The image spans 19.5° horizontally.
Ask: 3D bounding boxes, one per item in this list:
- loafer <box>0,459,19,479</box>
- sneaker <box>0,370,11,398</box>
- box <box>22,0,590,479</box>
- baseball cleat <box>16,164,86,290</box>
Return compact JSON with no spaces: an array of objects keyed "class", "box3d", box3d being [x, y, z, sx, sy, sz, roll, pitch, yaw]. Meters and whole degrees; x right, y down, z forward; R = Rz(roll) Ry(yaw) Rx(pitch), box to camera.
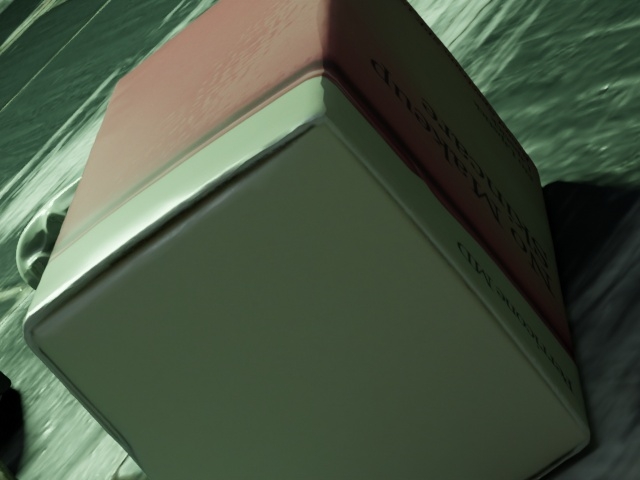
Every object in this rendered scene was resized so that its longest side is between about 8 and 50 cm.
[{"class":"loafer","box3d":[-0.190,0.125,0.873,0.092,0.102,0.268,-39,17,-12]},{"class":"sneaker","box3d":[-0.291,0.108,1.137,0.146,0.122,0.330,-61,20,-14]},{"class":"box","box3d":[0.000,0.000,0.689,0.127,0.149,0.232,-35,19,16]},{"class":"baseball cleat","box3d":[-0.110,-0.049,1.174,0.206,0.072,0.109,-36,11,4]}]
